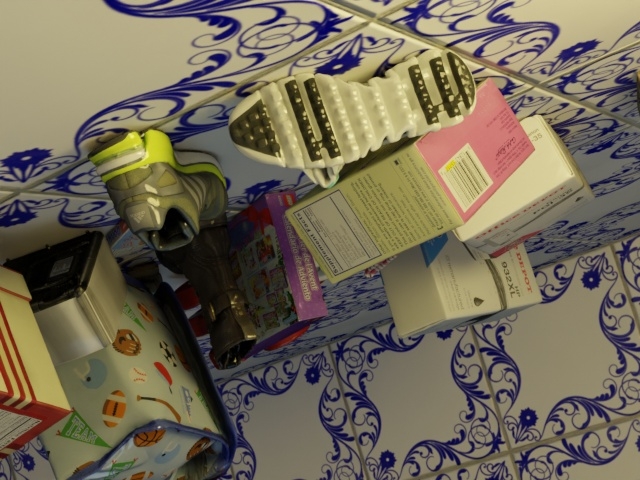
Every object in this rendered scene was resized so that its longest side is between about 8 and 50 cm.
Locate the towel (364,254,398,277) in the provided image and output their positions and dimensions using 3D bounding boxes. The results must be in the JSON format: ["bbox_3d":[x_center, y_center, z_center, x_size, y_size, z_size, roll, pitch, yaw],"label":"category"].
[{"bbox_3d":[0.137,-0.024,2.078,0.029,0.144,0.197,28,153,-10],"label":"towel"}]

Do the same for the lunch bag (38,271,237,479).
[{"bbox_3d":[-0.300,0.231,2.021,0.239,0.328,0.385,-33,156,9],"label":"lunch bag"}]

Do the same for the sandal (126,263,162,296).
[{"bbox_3d":[-0.304,0.080,2.171,0.072,0.049,0.180,-14,169,-11],"label":"sandal"}]

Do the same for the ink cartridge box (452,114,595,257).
[{"bbox_3d":[0.310,-0.080,2.009,0.207,0.117,0.283,-31,166,14],"label":"ink cartridge box"}]

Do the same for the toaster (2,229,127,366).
[{"bbox_3d":[-0.368,0.088,1.744,0.168,0.110,0.186,-20,-152,11],"label":"toaster"}]

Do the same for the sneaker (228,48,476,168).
[{"bbox_3d":[0.031,-0.139,1.435,0.292,0.110,0.118,-12,178,-20],"label":"sneaker"}]

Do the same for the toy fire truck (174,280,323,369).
[{"bbox_3d":[-0.104,0.090,2.317,0.302,0.169,0.254,-24,-169,36],"label":"toy fire truck"}]

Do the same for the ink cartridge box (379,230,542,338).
[{"bbox_3d":[0.258,0.047,2.378,0.307,0.223,0.129,-5,164,-47],"label":"ink cartridge box"}]

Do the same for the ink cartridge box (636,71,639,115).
[{"bbox_3d":[0.539,-0.149,1.880,0.088,0.193,0.234,-17,169,13],"label":"ink cartridge box"}]

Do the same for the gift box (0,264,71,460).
[{"bbox_3d":[-0.492,0.133,1.539,0.255,0.258,0.276,-32,152,7],"label":"gift box"}]

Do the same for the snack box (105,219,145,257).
[{"bbox_3d":[-0.275,-0.008,1.835,0.064,0.022,0.178,-10,168,-28],"label":"snack box"}]

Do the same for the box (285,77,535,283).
[{"bbox_3d":[0.116,-0.076,1.619,0.243,0.117,0.213,-25,-169,43],"label":"box"}]

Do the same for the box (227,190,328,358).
[{"bbox_3d":[-0.102,0.064,1.983,0.057,0.201,0.293,-9,168,-31],"label":"box"}]

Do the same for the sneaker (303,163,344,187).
[{"bbox_3d":[0.008,-0.109,1.554,0.080,0.094,0.212,-23,168,26],"label":"sneaker"}]

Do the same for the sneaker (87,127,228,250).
[{"bbox_3d":[-0.185,-0.044,1.517,0.111,0.121,0.300,-19,169,15],"label":"sneaker"}]

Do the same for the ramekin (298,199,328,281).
[{"bbox_3d":[0.000,0.000,2.061,0.207,0.109,0.207,-16,169,-3],"label":"ramekin"}]

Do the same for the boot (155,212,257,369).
[{"bbox_3d":[-0.173,0.088,1.918,0.091,0.229,0.263,-12,169,-21],"label":"boot"}]
